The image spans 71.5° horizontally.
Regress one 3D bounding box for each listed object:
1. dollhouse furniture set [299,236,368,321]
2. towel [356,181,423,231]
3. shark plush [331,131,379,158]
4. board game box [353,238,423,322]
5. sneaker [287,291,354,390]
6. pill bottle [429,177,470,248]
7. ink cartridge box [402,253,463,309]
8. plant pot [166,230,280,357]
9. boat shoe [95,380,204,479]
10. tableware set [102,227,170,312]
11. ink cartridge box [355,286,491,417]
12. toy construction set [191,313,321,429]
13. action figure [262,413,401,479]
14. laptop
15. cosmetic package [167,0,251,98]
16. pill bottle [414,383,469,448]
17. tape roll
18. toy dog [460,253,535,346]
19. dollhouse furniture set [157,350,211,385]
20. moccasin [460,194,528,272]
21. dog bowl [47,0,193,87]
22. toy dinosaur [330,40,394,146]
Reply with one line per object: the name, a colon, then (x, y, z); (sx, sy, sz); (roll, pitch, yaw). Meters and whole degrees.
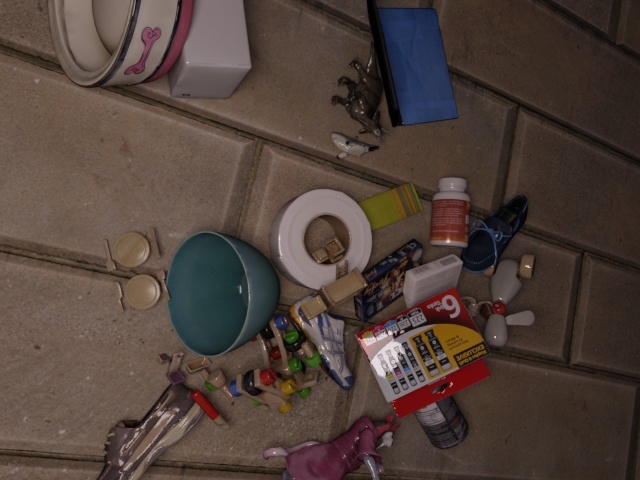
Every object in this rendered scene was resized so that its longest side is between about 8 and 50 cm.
dollhouse furniture set: (-0.003, 0.107, 1.173); (0.182, 0.101, 0.161); (-27, 75, -20)
towel: (0.209, -0.103, 1.398); (0.237, 0.021, 0.102); (-22, 90, -21)
shark plush: (0.112, -0.297, 1.349); (0.161, 0.073, 0.067); (-6, 60, -18)
board game box: (0.203, 0.120, 1.321); (0.243, 0.042, 0.165); (-32, 138, -21)
sneaker: (0.034, 0.283, 1.259); (0.131, 0.112, 0.296); (-34, 101, -20)
pill bottle: (0.417, -0.086, 1.425); (0.121, 0.121, 0.216); (7, 86, -22)
ink cartridge box: (0.340, 0.162, 1.391); (0.181, 0.056, 0.224); (-18, 134, -22)
plant pot: (-0.212, 0.124, 1.102); (0.195, 0.290, 0.290); (1, 87, -54)
boat shoe: (-0.445, 0.483, 1.058); (0.355, 0.132, 0.130); (-42, 93, -27)
tableware set: (-0.453, 0.075, 1.106); (0.128, 0.039, 0.194); (-15, 87, -6)
ink cartridge box: (0.296, 0.322, 1.254); (0.309, 0.130, 0.272); (-27, 76, 1)
toy construction set: (-0.135, 0.374, 1.140); (0.309, 0.257, 0.237); (-32, 113, -7)
action figure: (0.061, 0.593, 1.244); (0.370, 0.248, 0.275); (-34, 73, -19)
laptop: (0.290, -0.564, 1.337); (0.236, 0.408, 0.382); (-13, 92, 9)
cosmetic package: (-0.302, -0.608, 1.095); (0.161, 0.230, 0.453); (-7, 91, -26)
pill bottle: (0.344, 0.500, 1.365); (0.130, 0.130, 0.245); (-33, 100, -20)
tape roll: (0.000, 0.000, 1.264); (0.286, 0.100, 0.286); (1, 88, -23)
toy dog: (0.604, 0.193, 1.474); (0.333, 0.220, 0.161); (-53, 138, -8)
dollhouse furniture set: (-0.336, 0.290, 1.128); (0.114, 0.091, 0.081); (-7, 128, -48)
moccasin: (0.571, -0.038, 1.476); (0.342, 0.138, 0.117); (-45, 147, -28)
dog bowl: (-0.436, -0.532, 0.968); (0.150, 0.408, 0.408); (-7, 90, -50)
toy dinosaur: (0.131, -0.442, 1.346); (0.160, 0.121, 0.313); (21, 65, -39)
